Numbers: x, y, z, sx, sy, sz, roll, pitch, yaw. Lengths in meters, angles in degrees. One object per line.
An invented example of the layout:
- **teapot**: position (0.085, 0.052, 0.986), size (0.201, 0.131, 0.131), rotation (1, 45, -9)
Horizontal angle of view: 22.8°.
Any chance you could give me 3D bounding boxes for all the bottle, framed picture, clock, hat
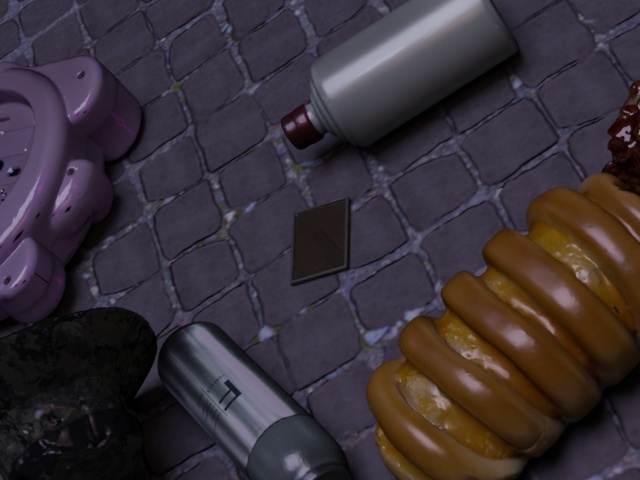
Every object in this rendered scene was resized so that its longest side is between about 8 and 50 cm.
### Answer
- **bottle**: position (-0.065, 0.168, 1.439), size (0.253, 0.079, 0.096), rotation (38, 108, 46)
- **framed picture**: position (0.000, 0.000, 1.572), size (0.066, 0.007, 0.089), rotation (-18, 49, 23)
- **bottle**: position (0.070, -0.168, 1.584), size (0.245, 0.104, 0.104), rotation (-32, 45, 11)
- **clock**: position (-0.367, -0.048, 1.794), size (0.295, 0.113, 0.322), rotation (-9, 55, 30)
- **hat**: position (-0.233, 0.180, 1.446), size (0.265, 0.265, 0.128), rotation (-39, 62, 4)

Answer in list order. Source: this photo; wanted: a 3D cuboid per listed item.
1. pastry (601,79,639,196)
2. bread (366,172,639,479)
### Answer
- **pastry**: position (0.325, -0.063, 1.322), size (0.097, 0.115, 0.208), rotation (-48, 37, -13)
- **bread**: position (0.166, 0.081, 1.311), size (0.311, 0.121, 0.173), rotation (-45, 45, -2)
